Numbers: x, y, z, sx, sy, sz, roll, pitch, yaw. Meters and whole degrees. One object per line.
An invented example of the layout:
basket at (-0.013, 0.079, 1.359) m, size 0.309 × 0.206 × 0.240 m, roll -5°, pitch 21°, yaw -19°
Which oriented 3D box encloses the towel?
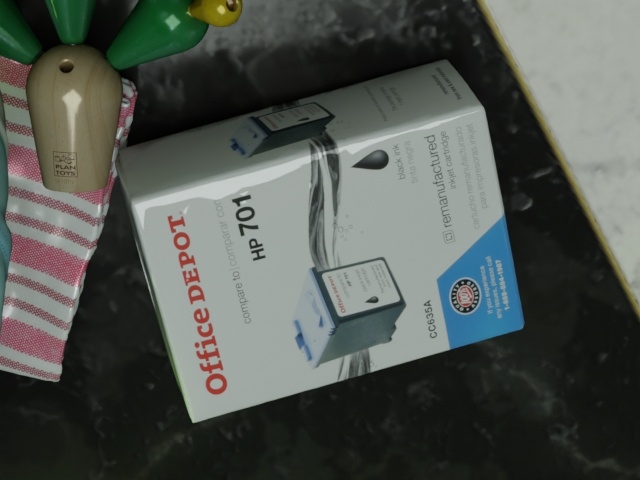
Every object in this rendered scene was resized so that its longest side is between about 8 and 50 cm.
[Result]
towel at (-0.191, -0.017, 1.047) m, size 0.144 × 0.029 × 0.197 m, roll 15°, pitch 114°, yaw -8°

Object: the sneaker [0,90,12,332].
sneaker at (-0.241, 0.075, 0.977) m, size 0.135 × 0.150 × 0.366 m, roll 5°, pitch 136°, yaw -15°

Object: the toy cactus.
toy cactus at (-0.122, -0.113, 0.954) m, size 0.219 × 0.112 × 0.180 m, roll -1°, pitch 105°, yaw -5°

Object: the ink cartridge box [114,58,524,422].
ink cartridge box at (0.000, 0.000, 1.022) m, size 0.190 × 0.082 × 0.140 m, roll -17°, pitch 116°, yaw -6°
